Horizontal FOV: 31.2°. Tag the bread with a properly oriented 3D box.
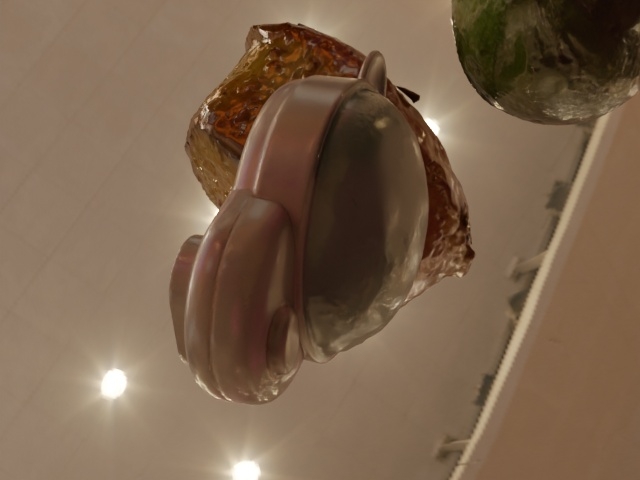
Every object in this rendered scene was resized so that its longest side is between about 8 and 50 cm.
[{"bbox_3d":[0.002,-0.070,1.303,0.204,0.336,0.358,-39,-124,-18],"label":"bread"}]

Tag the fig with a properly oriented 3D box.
[{"bbox_3d":[0.128,-0.132,0.634,0.123,0.156,0.123,-4,-104,16],"label":"fig"}]

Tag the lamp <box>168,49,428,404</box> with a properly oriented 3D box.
[{"bbox_3d":[0.002,0.001,0.701,0.108,0.179,0.246,10,-142,24],"label":"lamp"}]
